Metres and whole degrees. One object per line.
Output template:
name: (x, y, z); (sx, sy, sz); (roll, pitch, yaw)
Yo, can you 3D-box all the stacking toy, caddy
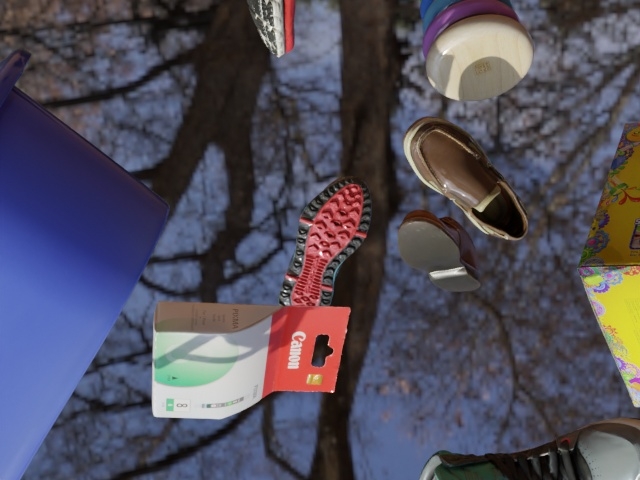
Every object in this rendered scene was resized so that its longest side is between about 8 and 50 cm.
stacking toy: (0.181, -0.349, 1.739); (0.141, 0.141, 0.330); (-8, -126, -5)
caddy: (-0.246, 0.043, 0.819); (0.179, 0.341, 0.241); (32, 178, -15)

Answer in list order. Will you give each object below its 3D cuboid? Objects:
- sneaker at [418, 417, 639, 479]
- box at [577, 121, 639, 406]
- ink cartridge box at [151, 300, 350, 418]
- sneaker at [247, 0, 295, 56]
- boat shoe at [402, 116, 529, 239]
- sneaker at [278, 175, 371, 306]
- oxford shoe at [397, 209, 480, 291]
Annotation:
sneaker: (0.210, 0.264, 1.377); (0.178, 0.124, 0.295); (0, 157, -43)
box: (0.499, 0.031, 1.747); (0.177, 0.290, 0.279); (-2, -135, 32)
ink cartridge box: (-0.085, 0.146, 1.522); (0.224, 0.181, 0.056); (4, -130, -5)
sneaker: (-0.035, -0.381, 1.795); (0.118, 0.279, 0.107); (-14, -137, -21)
boat shoe: (0.221, -0.085, 1.850); (0.095, 0.257, 0.095); (-51, -141, 3)
sneaker: (0.000, 0.000, 2.033); (0.104, 0.262, 0.125); (22, -156, -9)
oxford shoe: (0.148, -0.002, 1.637); (0.076, 0.212, 0.076); (-5, -112, 21)
